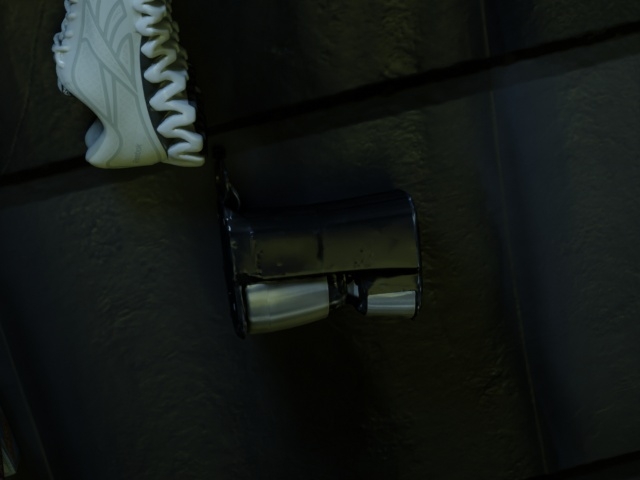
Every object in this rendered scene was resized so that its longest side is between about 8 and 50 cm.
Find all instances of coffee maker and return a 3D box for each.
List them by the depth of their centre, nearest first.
[{"bbox_3d":[0.000,0.000,1.635,0.178,0.120,0.171,-8,120,-8],"label":"coffee maker"}]

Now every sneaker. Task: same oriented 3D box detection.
[{"bbox_3d":[-0.179,-0.183,1.508,0.118,0.110,0.292,-10,121,4],"label":"sneaker"}]

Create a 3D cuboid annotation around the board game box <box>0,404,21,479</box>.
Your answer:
[{"bbox_3d":[-0.329,0.186,1.653,0.060,0.194,0.194,-18,135,-1],"label":"board game box"}]
